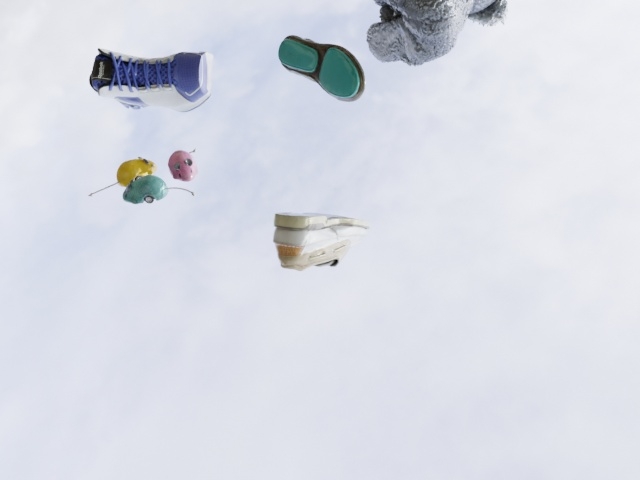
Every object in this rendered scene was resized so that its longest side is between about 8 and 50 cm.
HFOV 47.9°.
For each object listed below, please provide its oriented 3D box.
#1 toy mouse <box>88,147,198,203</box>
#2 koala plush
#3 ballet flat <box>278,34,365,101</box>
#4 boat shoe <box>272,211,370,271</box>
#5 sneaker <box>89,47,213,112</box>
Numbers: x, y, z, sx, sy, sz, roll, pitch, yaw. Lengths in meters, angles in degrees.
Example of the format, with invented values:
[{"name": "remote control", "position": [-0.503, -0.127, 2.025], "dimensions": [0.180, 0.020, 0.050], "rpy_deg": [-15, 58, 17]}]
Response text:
[{"name": "toy mouse", "position": [-0.216, -0.089, 0.972], "dimensions": [0.161, 0.031, 0.143], "rpy_deg": [-33, -143, -31]}, {"name": "koala plush", "position": [0.196, -0.381, 1.096], "dimensions": [0.221, 0.196, 0.203], "rpy_deg": [-27, -146, -18]}, {"name": "ballet flat", "position": [0.017, -0.264, 1.091], "dimensions": [0.213, 0.068, 0.072], "rpy_deg": [37, -62, 42]}, {"name": "boat shoe", "position": [0.000, 0.000, 1.408], "dimensions": [0.113, 0.302, 0.103], "rpy_deg": [8, -85, 31]}, {"name": "sneaker", "position": [-0.408, -0.361, 1.627], "dimensions": [0.315, 0.182, 0.127], "rpy_deg": [1, -90, 32]}]
